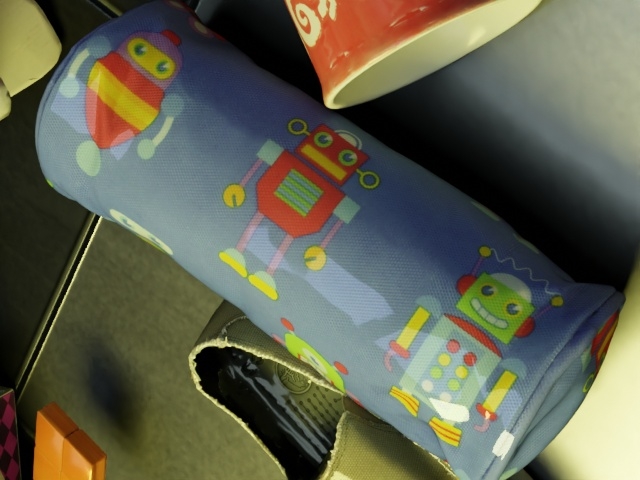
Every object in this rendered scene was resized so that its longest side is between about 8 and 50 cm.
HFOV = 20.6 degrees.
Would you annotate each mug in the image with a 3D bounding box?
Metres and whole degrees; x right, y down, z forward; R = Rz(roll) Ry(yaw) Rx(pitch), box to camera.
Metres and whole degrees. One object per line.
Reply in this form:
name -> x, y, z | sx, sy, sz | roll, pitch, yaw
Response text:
mug -> 0.031, -0.168, 0.820 | 0.169, 0.150, 0.113 | 63, 162, 6

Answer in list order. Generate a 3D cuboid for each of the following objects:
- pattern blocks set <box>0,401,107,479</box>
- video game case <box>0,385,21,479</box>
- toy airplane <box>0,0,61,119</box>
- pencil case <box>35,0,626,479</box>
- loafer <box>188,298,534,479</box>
pattern blocks set -> -0.239, 0.164, 1.076 | 0.285, 0.026, 0.325 | -6, 102, 31
video game case -> -0.282, 0.192, 1.154 | 0.210, 0.042, 0.232 | 9, 110, 30
toy airplane -> -0.272, -0.221, 0.913 | 0.386, 0.272, 0.384 | 23, 154, 15
pencil case -> 0.000, 0.000, 0.865 | 0.306, 0.119, 0.133 | 35, 163, 18
loafer -> 0.023, 0.123, 0.910 | 0.251, 0.087, 0.094 | 41, 123, 15
